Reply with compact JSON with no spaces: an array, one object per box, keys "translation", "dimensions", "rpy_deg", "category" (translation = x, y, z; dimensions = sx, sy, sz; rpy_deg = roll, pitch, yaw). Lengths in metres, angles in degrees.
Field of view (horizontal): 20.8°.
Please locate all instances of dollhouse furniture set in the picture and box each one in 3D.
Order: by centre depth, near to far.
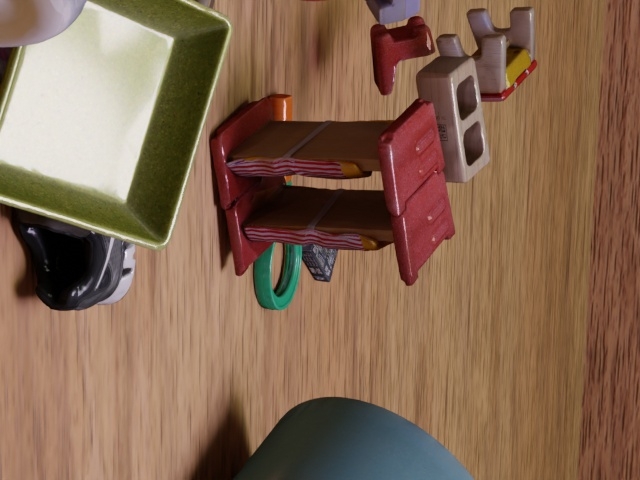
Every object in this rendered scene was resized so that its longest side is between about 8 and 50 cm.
[{"translation":[0.071,-0.107,1.805],"dimensions":[0.374,0.201,0.152],"rpy_deg":[-44,130,-50],"category":"dollhouse furniture set"}]

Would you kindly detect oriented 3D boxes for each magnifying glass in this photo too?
[{"translation":[-0.044,-0.039,1.847],"dimensions":[0.092,0.026,0.231],"rpy_deg":[-32,127,-65],"category":"magnifying glass"}]

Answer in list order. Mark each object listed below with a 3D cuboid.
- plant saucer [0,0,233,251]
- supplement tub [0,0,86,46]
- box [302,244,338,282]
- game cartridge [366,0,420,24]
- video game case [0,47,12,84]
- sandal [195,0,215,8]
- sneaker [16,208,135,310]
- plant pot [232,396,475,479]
[{"translation":[-0.166,-0.104,1.284],"dimensions":[0.188,0.045,0.188],"rpy_deg":[19,86,-46],"category":"plant saucer"},{"translation":[-0.204,-0.306,1.053],"dimensions":[0.207,0.207,0.338],"rpy_deg":[51,48,-63],"category":"supplement tub"},{"translation":[0.000,0.000,1.980],"dimensions":[0.083,0.018,0.067],"rpy_deg":[59,42,-59],"category":"box"},{"translation":[0.033,-0.404,1.639],"dimensions":[0.355,0.068,0.230],"rpy_deg":[88,-17,-53],"category":"game cartridge"},{"translation":[-0.205,-0.144,1.279],"dimensions":[0.166,0.015,0.119],"rpy_deg":[-25,118,-39],"category":"video game case"},{"translation":[-0.131,-0.167,1.508],"dimensions":[0.049,0.072,0.180],"rpy_deg":[17,78,-54],"category":"sandal"},{"translation":[-0.189,-0.048,1.362],"dimensions":[0.106,0.078,0.234],"rpy_deg":[-39,134,-66],"category":"sneaker"},{"translation":[0.002,0.339,1.725],"dimensions":[0.235,0.293,0.293],"rpy_deg":[-41,135,-43],"category":"plant pot"}]
